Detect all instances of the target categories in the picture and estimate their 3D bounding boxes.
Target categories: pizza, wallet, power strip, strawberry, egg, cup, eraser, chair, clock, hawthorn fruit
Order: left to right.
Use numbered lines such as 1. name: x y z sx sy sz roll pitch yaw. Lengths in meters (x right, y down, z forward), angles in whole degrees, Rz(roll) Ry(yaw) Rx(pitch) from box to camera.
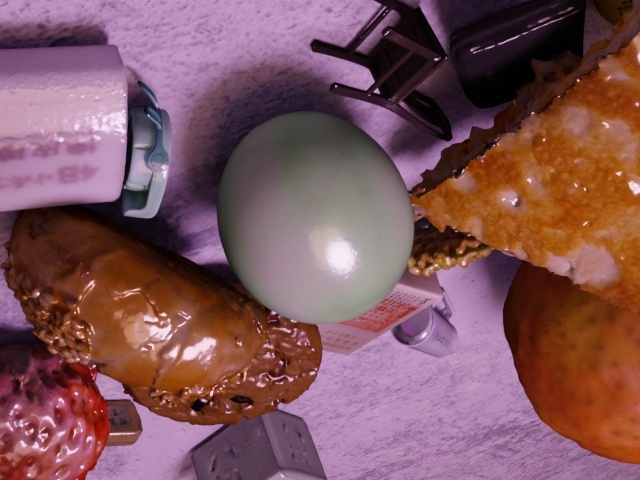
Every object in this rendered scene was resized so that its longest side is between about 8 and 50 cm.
1. eraser: -0.329 -0.102 0.975 0.270 0.094 0.174 -8 138 -22
2. strawberry: -0.395 0.294 1.295 0.265 0.149 0.336 0 113 -33
3. power strip: -0.388 0.261 1.420 0.306 0.064 0.044 4 133 -33
4. clock: -0.185 -0.098 1.055 0.041 0.101 0.135 4 132 -20
5. power strip: -0.124 0.397 1.675 0.224 0.140 0.139 -38 143 18
6. egg: -0.007 -0.024 1.140 0.221 0.220 0.269 -26 142 4
7. chair: 0.105 -0.190 1.114 0.213 0.084 0.101 15 133 -41
8. cup: 0.172 0.128 1.571 0.116 0.074 0.104 31 89 -52
9. wallet: 0.223 -0.203 1.116 0.149 0.044 0.250 -19 169 10
10. pizza: 0.277 -0.082 1.129 0.406 0.130 0.439 2 134 33
11. hawthorn fruit: 0.478 0.106 1.430 0.472 0.471 0.471 -15 143 -12

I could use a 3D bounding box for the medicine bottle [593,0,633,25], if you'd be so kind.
1. medicine bottle: 0.373 -0.272 1.171 0.095 0.064 0.260 -30 143 12

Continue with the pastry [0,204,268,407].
1. pastry: -0.217 0.077 1.129 0.311 0.255 0.161 28 89 -30

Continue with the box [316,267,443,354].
1. box: 0.053 0.089 1.425 0.141 0.058 0.201 18 137 -43

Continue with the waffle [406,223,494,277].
1. waffle: 0.192 -0.008 1.339 0.191 0.191 0.038 -25 103 1

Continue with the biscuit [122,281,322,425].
1. biscuit: -0.138 0.169 1.383 0.296 0.075 0.295 -3 139 -2
